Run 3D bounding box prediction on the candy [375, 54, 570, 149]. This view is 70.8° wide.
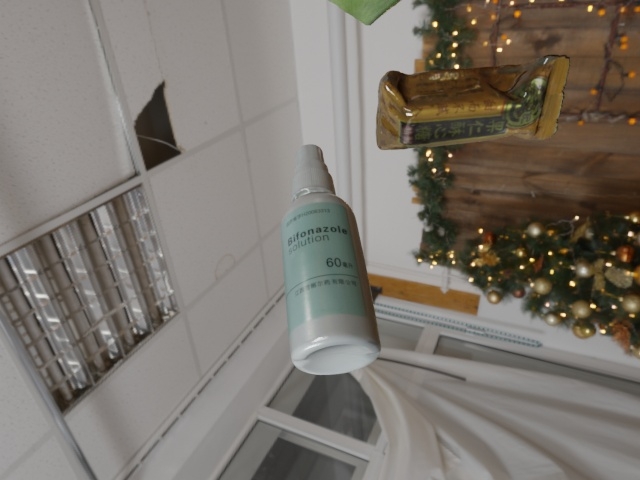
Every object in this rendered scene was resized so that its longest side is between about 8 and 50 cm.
[{"bbox_3d":[0.216,-0.197,0.656,0.143,0.271,0.101,79,-167,-54],"label":"candy"}]

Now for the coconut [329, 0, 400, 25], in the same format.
[{"bbox_3d":[0.040,-0.295,0.351,0.236,0.204,0.236,-43,-39,-50],"label":"coconut"}]

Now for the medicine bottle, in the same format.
[{"bbox_3d":[0.000,0.000,0.628,0.110,0.110,0.352,66,-167,-52],"label":"medicine bottle"}]
